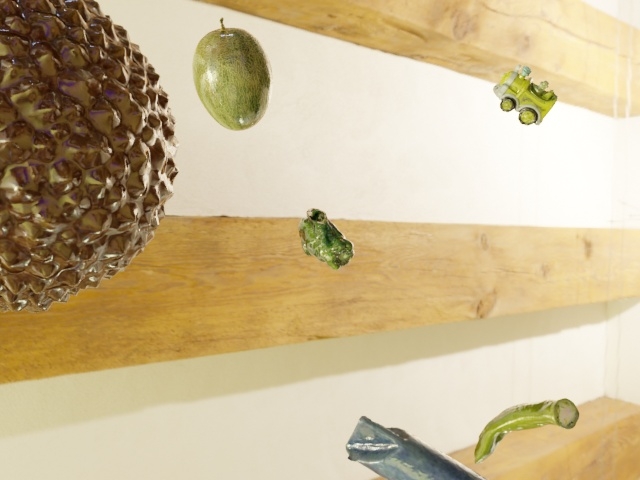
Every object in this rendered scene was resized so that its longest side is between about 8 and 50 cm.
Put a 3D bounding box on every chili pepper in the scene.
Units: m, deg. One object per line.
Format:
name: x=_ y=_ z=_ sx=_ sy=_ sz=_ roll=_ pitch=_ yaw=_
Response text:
chili pepper: x=0.272 y=0.257 z=0.854 sx=0.051 sy=0.202 sz=0.050 roll=-23 pitch=-107 yaw=-37
chili pepper: x=-0.004 y=-0.005 z=0.854 sx=0.050 sy=0.182 sz=0.073 roll=-33 pitch=-78 yaw=-5

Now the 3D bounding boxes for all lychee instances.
lychee: x=-0.248 y=-0.087 z=0.492 sx=0.267 sy=0.267 sz=0.268 roll=-2 pitch=-86 yaw=-40

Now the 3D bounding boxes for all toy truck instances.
toy truck: x=0.369 y=-0.265 z=1.111 sx=0.111 sy=0.077 sz=0.076 roll=36 pitch=-137 yaw=1

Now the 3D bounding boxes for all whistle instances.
whistle: x=0.169 y=0.285 z=0.675 sx=0.062 sy=0.304 sz=0.062 roll=-58 pitch=-12 yaw=-20

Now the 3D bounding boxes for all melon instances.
melon: x=-0.153 y=-0.288 z=1.075 sx=0.139 sy=0.139 sz=0.193 roll=-30 pitch=-58 yaw=-35
